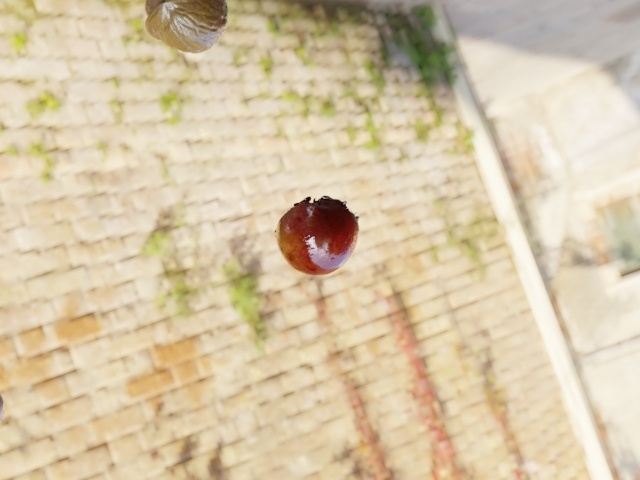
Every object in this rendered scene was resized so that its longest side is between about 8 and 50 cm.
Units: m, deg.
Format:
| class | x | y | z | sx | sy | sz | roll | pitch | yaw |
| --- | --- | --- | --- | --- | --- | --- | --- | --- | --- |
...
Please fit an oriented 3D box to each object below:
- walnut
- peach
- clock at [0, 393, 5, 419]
| class | x | y | z | sx | sy | sz | roll | pitch | yaw |
| --- | --- | --- | --- | --- | --- | --- | --- | --- | --- |
| walnut | -0.168 | -0.284 | 1.748 | 0.105 | 0.105 | 0.124 | -21 | 176 | 14 |
| peach | 0.000 | 0.001 | 1.499 | 0.098 | 0.061 | 0.098 | -8 | 144 | -6 |
| clock | -0.492 | 0.236 | 1.862 | 0.162 | 0.092 | 0.166 | -43 | 157 | -20 |
